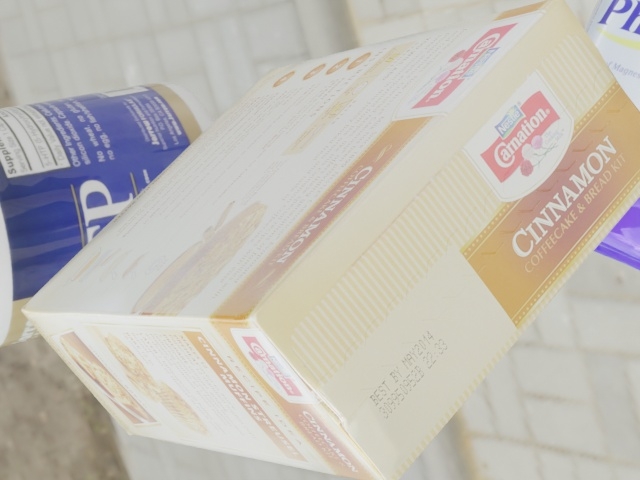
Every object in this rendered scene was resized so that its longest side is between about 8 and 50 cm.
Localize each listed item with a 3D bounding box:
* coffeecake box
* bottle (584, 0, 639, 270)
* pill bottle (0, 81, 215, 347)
[{"bbox_3d":[0.000,0.000,0.535,0.068,0.142,0.185,52,156,-18],"label":"coffeecake box"},{"bbox_3d":[0.208,-0.120,0.833,0.118,0.092,0.283,26,91,28],"label":"bottle"},{"bbox_3d":[-0.143,-0.008,0.765,0.112,0.187,0.112,32,129,51],"label":"pill bottle"}]
